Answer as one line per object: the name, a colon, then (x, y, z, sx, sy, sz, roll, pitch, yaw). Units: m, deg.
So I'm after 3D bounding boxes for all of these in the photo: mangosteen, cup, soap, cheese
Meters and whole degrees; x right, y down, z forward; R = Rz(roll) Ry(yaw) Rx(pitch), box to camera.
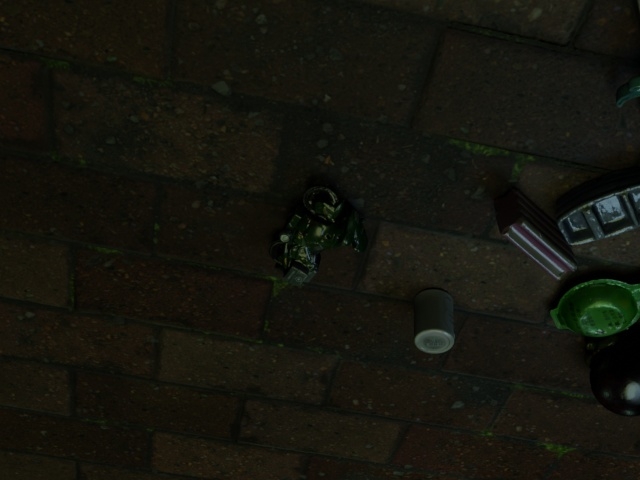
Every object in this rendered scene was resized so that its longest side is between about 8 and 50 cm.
mangosteen: (0.774, 0.337, 1.962, 0.216, 0.216, 0.216, 2, 132, 2)
cup: (0.294, 0.207, 1.907, 0.136, 0.133, 0.099, 30, 131, -21)
soap: (0.474, -0.014, 1.702, 0.203, 0.122, 0.065, 36, 124, -25)
cheese: (0.721, 0.154, 1.863, 0.320, 0.083, 0.204, -19, 127, 23)

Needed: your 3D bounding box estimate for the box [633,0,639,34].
box: (0.625, -0.439, 1.341, 0.155, 0.067, 0.243, -15, 129, 19)

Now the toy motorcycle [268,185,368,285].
toy motorcycle: (0.000, 0.000, 1.753, 0.187, 0.125, 0.275, 31, 130, -10)

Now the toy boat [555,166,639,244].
toy boat: (0.650, -0.081, 1.658, 0.282, 0.078, 0.127, -22, 126, 22)

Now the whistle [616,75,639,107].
whistle: (0.651, -0.274, 1.416, 0.186, 0.093, 0.274, -1, 167, 9)
